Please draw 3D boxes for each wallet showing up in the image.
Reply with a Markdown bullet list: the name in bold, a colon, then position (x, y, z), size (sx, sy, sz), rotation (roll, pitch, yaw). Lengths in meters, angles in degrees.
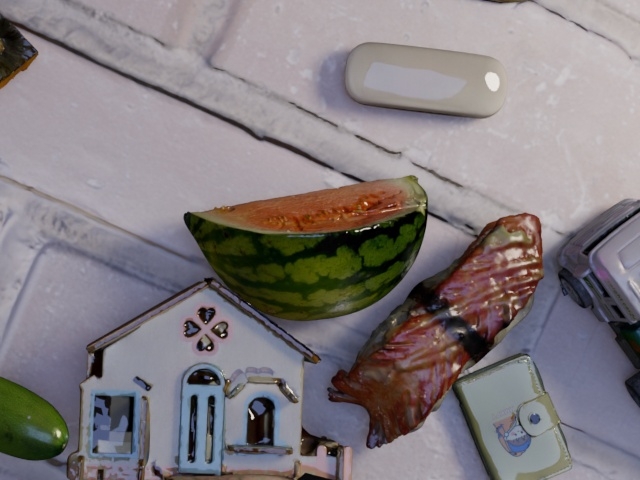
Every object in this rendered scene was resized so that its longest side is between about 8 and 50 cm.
- **wallet**: position (0.238, 0.226, 1.824), size (0.110, 0.039, 0.155), rotation (-22, 90, -4)

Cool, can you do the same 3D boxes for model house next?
- **model house**: position (-0.123, 0.165, 1.719), size (0.326, 0.169, 0.244), rotation (3, 86, -6)

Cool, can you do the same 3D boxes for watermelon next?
- **watermelon**: position (0.009, 0.000, 1.724), size (0.303, 0.128, 0.159), rotation (-10, 76, -19)

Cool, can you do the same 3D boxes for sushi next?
- **sushi**: position (0.152, 0.105, 1.780), size (0.332, 0.130, 0.124), rotation (-44, 89, -12)

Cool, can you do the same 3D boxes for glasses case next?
- **glasses case**: position (0.130, -0.197, 1.817), size (0.204, 0.051, 0.081), rotation (8, 86, -7)

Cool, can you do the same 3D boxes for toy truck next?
- **toy truck**: position (0.448, 0.119, 1.787), size (0.176, 0.178, 0.363), rotation (-36, 90, -6)

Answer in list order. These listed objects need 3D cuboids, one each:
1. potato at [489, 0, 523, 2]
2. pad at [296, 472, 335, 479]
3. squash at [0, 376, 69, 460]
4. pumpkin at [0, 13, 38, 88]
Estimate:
- **potato**: position (0.204, -0.435, 1.809), size (0.299, 0.116, 0.239), rotation (37, 80, -6)
- **pad**: position (-0.033, 0.334, 1.721), size (0.127, 0.004, 0.190), rotation (22, 124, -39)
- **squash**: position (-0.420, 0.182, 1.709), size (0.292, 0.082, 0.082), rotation (19, 86, 11)
- **pumpkin**: position (-0.389, -0.227, 1.756), size (0.083, 0.054, 0.074), rotation (44, 79, 1)
